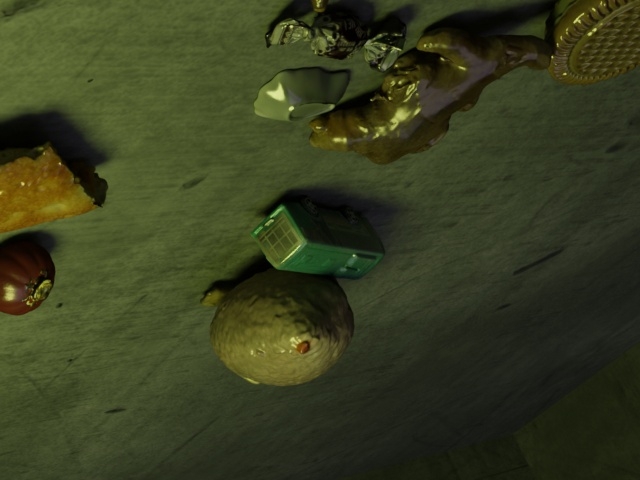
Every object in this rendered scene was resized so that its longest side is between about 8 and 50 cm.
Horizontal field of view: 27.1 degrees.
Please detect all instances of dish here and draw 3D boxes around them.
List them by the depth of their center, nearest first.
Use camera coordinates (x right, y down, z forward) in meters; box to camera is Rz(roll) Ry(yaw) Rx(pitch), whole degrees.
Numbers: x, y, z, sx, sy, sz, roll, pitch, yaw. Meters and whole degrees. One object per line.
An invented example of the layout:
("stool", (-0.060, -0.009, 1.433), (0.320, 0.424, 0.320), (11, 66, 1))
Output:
("dish", (-0.015, -0.180, 1.700), (0.137, 0.039, 0.091), (-10, 153, -31))

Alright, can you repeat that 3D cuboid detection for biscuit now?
("biscuit", (0.418, -0.312, 1.818), (0.259, 0.079, 0.259), (-20, 157, -9))

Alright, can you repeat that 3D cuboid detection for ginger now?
("ginger", (0.139, -0.194, 1.765), (0.333, 0.080, 0.166), (-29, 142, 20))

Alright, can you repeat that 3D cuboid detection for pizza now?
("pizza", (-0.400, -0.056, 1.520), (0.365, 0.074, 0.182), (-11, 156, -32))

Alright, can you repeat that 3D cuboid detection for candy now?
("candy", (0.025, -0.239, 1.597), (0.094, 0.051, 0.226), (-37, 156, 33))

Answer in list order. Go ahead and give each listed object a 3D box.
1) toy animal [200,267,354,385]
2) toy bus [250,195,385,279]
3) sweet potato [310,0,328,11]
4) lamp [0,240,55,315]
("toy animal", (-0.061, 0.137, 2.095), (0.226, 0.188, 0.358), (-21, -175, -1))
("toy bus", (0.000, 0.000, 2.042), (0.091, 0.109, 0.262), (-43, 154, 23))
("sweet potato", (0.027, -0.337, 1.373), (0.069, 0.059, 0.249), (-7, 150, -13))
("lamp", (-0.394, 0.049, 1.744), (0.101, 0.090, 0.101), (-41, 144, -38))
